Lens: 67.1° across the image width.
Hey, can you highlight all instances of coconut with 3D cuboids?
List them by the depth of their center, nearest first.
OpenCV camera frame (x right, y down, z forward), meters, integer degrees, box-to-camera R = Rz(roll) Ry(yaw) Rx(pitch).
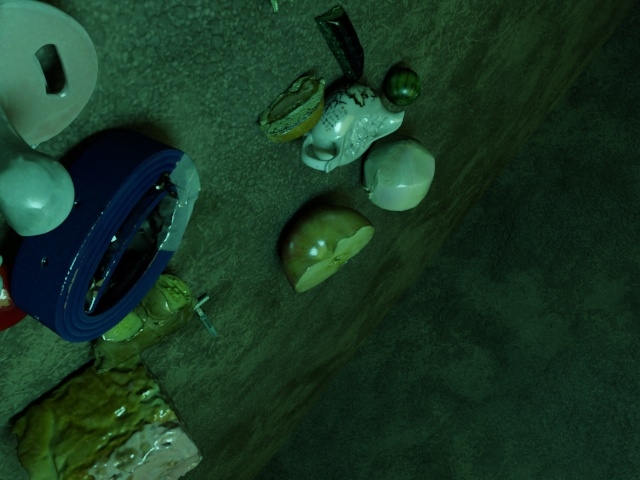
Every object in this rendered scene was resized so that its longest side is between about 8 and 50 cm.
[{"bbox_3d":[0.229,-0.212,1.439,0.224,0.224,0.234,-44,155,-13],"label":"coconut"}]

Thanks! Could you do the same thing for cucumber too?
[{"bbox_3d":[0.059,-0.430,1.056,0.071,0.046,0.220,-57,154,-3],"label":"cucumber"}]

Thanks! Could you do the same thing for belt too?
[{"bbox_3d":[-0.340,-0.010,0.795,0.347,0.117,0.212,-62,159,-12],"label":"belt"}]

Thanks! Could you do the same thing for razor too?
[{"bbox_3d":[-0.316,0.226,1.335,0.084,0.036,0.211,-39,152,-18],"label":"razor"}]

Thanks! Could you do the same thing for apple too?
[{"bbox_3d":[0.000,0.000,1.396,0.292,0.163,0.251,-38,165,5],"label":"apple"}]

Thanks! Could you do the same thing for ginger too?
[{"bbox_3d":[-0.397,0.180,1.059,0.270,0.123,0.219,-33,173,8],"label":"ginger"}]

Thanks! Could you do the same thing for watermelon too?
[{"bbox_3d":[0.218,-0.409,1.278,0.109,0.109,0.109,-38,152,-24],"label":"watermelon"}]

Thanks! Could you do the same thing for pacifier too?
[{"bbox_3d":[-0.391,-0.134,0.537,0.332,0.273,0.221,-36,135,-28],"label":"pacifier"}]

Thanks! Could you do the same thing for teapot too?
[{"bbox_3d":[0.061,-0.261,1.164,0.300,0.165,0.208,-47,168,-30],"label":"teapot"}]

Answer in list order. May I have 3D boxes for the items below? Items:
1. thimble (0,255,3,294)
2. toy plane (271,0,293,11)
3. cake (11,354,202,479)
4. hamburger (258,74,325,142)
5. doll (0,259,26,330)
[{"bbox_3d":[-0.523,0.062,0.562,0.250,0.171,0.205,-41,132,-55],"label":"thimble"},{"bbox_3d":[-0.075,-0.448,0.817,0.111,0.040,0.103,-9,114,-56],"label":"toy plane"},{"bbox_3d":[-0.473,0.470,1.123,0.314,0.293,0.307,-31,147,-23],"label":"cake"},{"bbox_3d":[-0.045,-0.268,1.051,0.176,0.087,0.102,-49,153,-9],"label":"hamburger"},{"bbox_3d":[-0.540,0.088,0.737,0.217,0.085,0.183,-22,133,-34],"label":"doll"}]
